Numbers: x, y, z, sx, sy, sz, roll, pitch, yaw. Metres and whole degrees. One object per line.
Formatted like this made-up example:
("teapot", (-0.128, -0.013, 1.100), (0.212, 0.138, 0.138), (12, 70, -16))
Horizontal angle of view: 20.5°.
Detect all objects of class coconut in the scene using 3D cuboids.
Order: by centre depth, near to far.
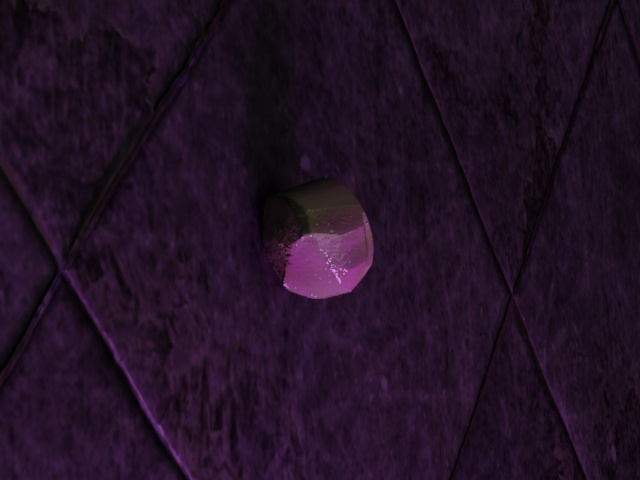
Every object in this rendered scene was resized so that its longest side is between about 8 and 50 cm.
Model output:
("coconut", (0.000, 0.000, 1.235), (0.081, 0.082, 0.083), (-14, 56, -40))
